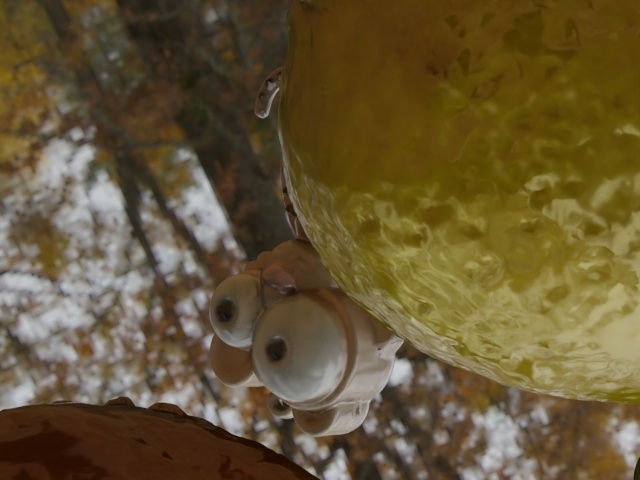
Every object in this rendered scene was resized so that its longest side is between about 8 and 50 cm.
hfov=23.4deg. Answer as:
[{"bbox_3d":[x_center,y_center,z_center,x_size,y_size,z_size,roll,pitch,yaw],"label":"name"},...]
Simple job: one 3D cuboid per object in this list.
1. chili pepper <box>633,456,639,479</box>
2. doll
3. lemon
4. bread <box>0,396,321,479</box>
[{"bbox_3d":[0.248,0.269,1.161,0.074,0.100,0.257,8,-121,20],"label":"chili pepper"},{"bbox_3d":[0.002,0.000,1.133,0.154,0.278,0.119,11,-177,39],"label":"doll"},{"bbox_3d":[0.141,-0.065,0.830,0.336,0.336,0.336,-21,-161,8],"label":"lemon"},{"bbox_3d":[-0.077,0.162,0.361,0.204,0.156,0.288,29,-140,18],"label":"bread"}]
